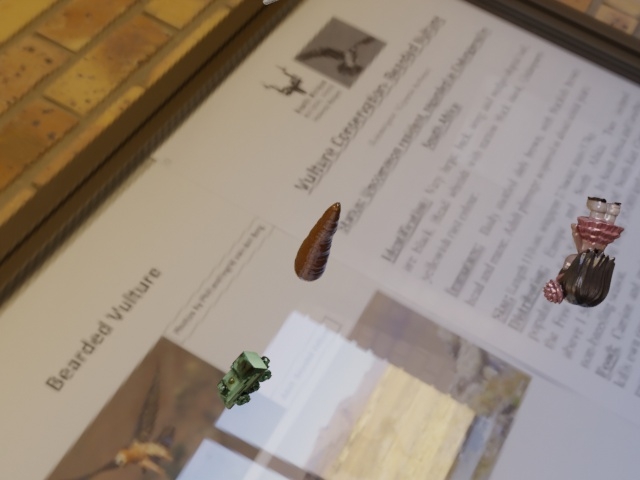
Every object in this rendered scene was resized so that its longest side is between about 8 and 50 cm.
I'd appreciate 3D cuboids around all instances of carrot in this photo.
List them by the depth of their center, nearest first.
[{"bbox_3d":[0.000,0.000,1.182,0.048,0.048,0.216,-56,-5,-31],"label":"carrot"}]

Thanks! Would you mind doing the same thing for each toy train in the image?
[{"bbox_3d":[-0.099,0.175,1.061,0.083,0.033,0.053,-48,-32,14],"label":"toy train"}]

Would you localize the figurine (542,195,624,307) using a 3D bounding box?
[{"bbox_3d":[0.301,0.015,0.957,0.054,0.072,0.129,-142,65,-70],"label":"figurine"}]

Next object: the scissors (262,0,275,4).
[{"bbox_3d":[0.020,-0.269,0.783,0.176,0.085,0.022,-30,19,11],"label":"scissors"}]
